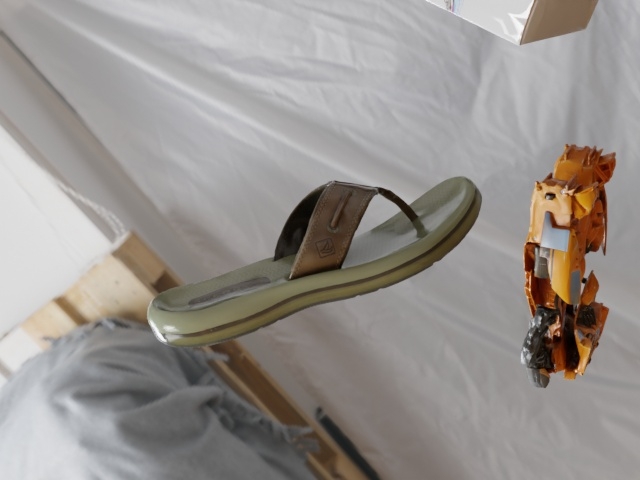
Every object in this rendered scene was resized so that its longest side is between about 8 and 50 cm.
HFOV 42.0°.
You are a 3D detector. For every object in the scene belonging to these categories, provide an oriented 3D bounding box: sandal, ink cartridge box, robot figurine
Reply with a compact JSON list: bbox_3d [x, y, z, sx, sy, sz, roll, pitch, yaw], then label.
[{"bbox_3d":[-0.001,0.001,0.689,0.302,0.086,0.120,-20,12,-15],"label":"sandal"},{"bbox_3d":[0.246,-0.420,1.145,0.198,0.270,0.197,-22,-42,-43],"label":"ink cartridge box"},{"bbox_3d":[0.306,0.042,1.031,0.085,0.291,0.211,9,29,29],"label":"robot figurine"}]
